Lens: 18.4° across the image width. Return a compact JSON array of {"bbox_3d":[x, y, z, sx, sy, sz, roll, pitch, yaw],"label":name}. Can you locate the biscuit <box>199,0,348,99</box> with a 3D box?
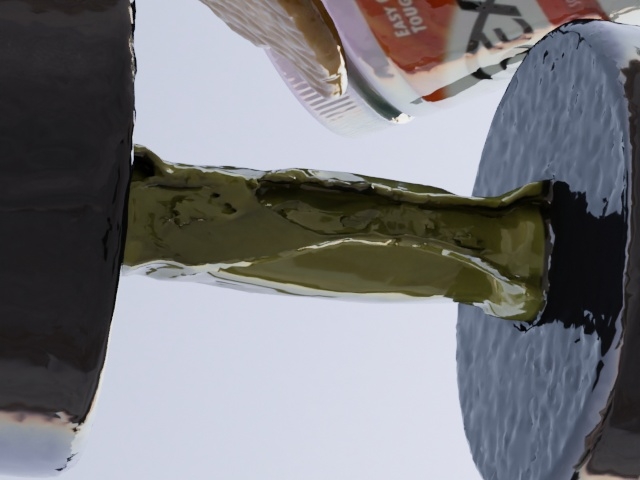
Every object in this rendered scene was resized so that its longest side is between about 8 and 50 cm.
[{"bbox_3d":[-0.073,-0.171,1.074,0.033,0.224,0.144,-48,-21,-13],"label":"biscuit"}]

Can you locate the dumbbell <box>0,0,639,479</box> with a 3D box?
[{"bbox_3d":[0.000,0.000,0.767,0.323,0.204,0.203,7,-93,-13],"label":"dumbbell"}]

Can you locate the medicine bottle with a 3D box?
[{"bbox_3d":[0.084,-0.219,1.272,0.252,0.241,0.252,51,-152,-42],"label":"medicine bottle"}]
